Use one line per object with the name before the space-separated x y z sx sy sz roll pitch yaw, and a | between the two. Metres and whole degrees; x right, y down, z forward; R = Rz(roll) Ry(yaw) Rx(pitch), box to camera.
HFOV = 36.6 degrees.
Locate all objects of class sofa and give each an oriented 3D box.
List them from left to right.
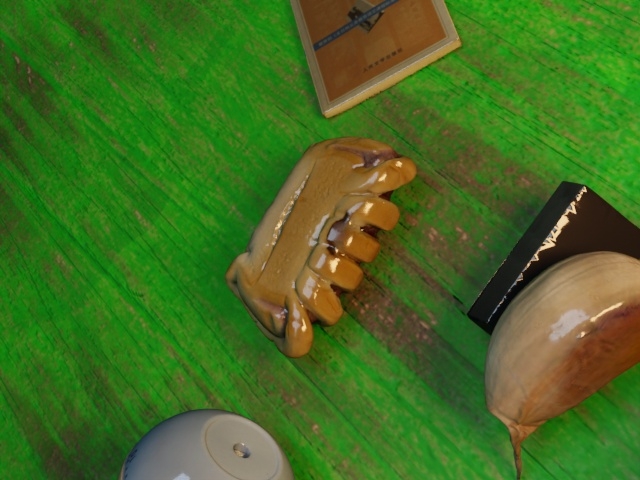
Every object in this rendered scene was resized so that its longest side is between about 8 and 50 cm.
sofa | 0.201 0.032 0.825 0.147 0.085 0.060 -55 11 -2

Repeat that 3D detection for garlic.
garlic | 0.194 0.093 0.756 0.198 0.128 0.090 -45 27 2

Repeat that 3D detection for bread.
bread | 0.000 0.000 0.945 0.134 0.081 0.225 27 84 43

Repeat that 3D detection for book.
book | 0.049 -0.267 1.086 0.170 0.018 0.241 -27 56 18

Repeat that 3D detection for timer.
timer | -0.136 0.257 0.851 0.255 0.175 0.175 -40 53 10
